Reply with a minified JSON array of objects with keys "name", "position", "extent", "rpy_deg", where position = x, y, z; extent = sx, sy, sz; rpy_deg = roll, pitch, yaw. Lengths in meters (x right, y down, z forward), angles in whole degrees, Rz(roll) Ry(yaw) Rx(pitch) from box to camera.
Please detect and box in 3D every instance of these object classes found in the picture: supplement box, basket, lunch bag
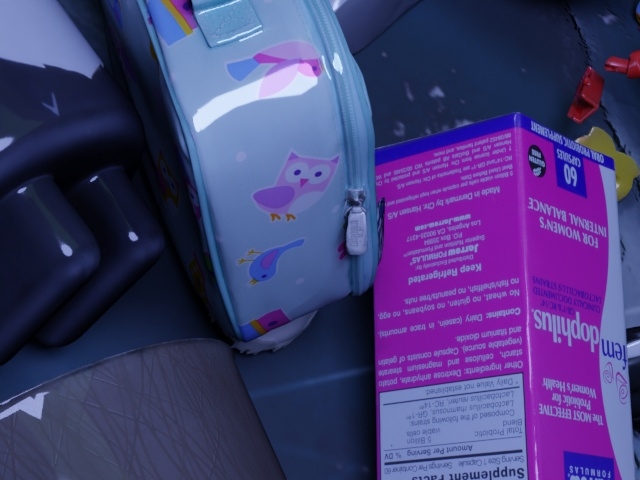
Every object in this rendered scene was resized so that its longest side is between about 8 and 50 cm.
[{"name":"supplement box","position":[0.104,0.052,0.775],"extent":[0.111,0.114,0.220],"rpy_deg":[16,69,-47]},{"name":"basket","position":[-0.064,0.182,0.596],"extent":[0.204,0.154,0.227],"rpy_deg":[-15,64,-46]},{"name":"lunch bag","position":[-0.052,-0.099,0.726],"extent":[0.107,0.224,0.279],"rpy_deg":[-18,56,-12]}]

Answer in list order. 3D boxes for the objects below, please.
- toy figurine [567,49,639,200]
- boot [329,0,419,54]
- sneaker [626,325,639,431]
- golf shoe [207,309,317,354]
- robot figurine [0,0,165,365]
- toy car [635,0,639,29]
[{"name":"toy figurine","position":[0.384,-0.092,1.069],"extent":[0.362,0.191,0.217],"rpy_deg":[33,42,-8]},{"name":"boot","position":[0.019,-0.225,1.008],"extent":[0.123,0.095,0.258],"rpy_deg":[40,38,7]},{"name":"sneaker","position":[0.278,0.112,0.907],"extent":[0.283,0.107,0.124],"rpy_deg":[-6,83,-22]},{"name":"golf shoe","position":[0.000,0.000,0.825],"extent":[0.069,0.086,0.176],"rpy_deg":[45,48,2]},{"name":"robot figurine","position":[-0.201,-0.074,0.689],"extent":[0.173,0.209,0.278],"rpy_deg":[-34,78,-13]},{"name":"toy car","position":[0.279,-0.227,1.210],"extent":[0.040,0.060,0.122],"rpy_deg":[-44,63,-1]}]
